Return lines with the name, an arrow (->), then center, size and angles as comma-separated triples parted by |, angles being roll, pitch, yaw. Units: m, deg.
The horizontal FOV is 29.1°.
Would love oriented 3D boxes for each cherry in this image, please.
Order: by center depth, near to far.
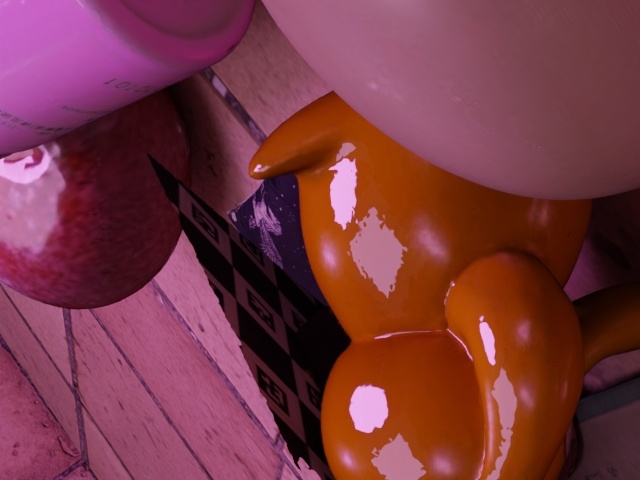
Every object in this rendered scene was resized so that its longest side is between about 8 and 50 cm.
cherry -> -0.225, -0.060, 1.096 | 0.236, 0.213, 0.285 | 38, 131, 2

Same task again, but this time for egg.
egg -> 0.063, -0.126, 0.452 | 0.242, 0.186, 0.186 | 61, 157, -7

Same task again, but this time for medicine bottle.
medicine bottle -> -0.200, -0.158, 0.837 | 0.290, 0.178, 0.178 | -17, 103, 40

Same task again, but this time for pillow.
pillow -> 0.000, 0.000, 0.908 | 0.141, 0.055, 0.208 | 49, 157, 3

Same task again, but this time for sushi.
sushi -> 0.033, 0.081, 0.769 | 0.290, 0.050, 0.264 | 42, -167, -45

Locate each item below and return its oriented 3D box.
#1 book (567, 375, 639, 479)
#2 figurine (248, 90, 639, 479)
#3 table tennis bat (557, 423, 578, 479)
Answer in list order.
book -> 0.209, 0.184, 0.734 | 0.215, 0.025, 0.282 | 59, 157, 5
figurine -> 0.066, 0.014, 0.602 | 0.228, 0.215, 0.215 | 63, 157, -4
table tennis bat -> 0.115, 0.086, 0.792 | 0.158, 0.014, 0.095 | 57, 156, 25
